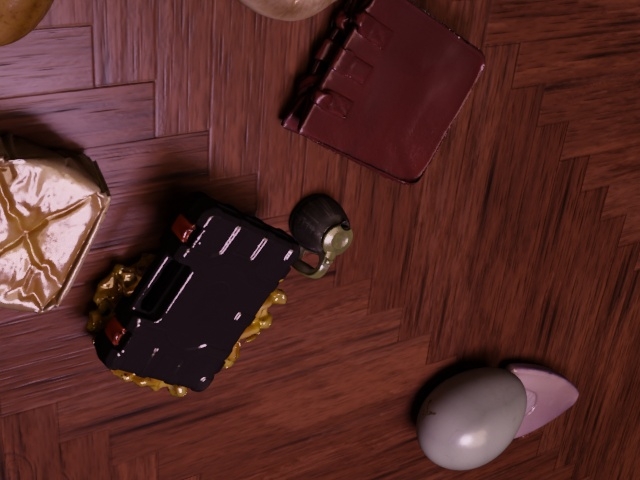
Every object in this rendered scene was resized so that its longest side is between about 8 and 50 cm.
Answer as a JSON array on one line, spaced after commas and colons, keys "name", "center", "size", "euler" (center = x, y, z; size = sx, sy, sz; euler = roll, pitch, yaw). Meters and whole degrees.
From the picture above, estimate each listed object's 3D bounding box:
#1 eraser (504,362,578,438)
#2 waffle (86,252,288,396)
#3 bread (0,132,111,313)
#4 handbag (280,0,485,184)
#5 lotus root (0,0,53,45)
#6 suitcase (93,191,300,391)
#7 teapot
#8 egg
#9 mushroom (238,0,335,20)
[{"name": "eraser", "center": [0.482, 0.356, 2.051], "size": [0.243, 0.059, 0.204], "euler": [0, 117, -31]}, {"name": "waffle", "center": [-0.202, 0.107, 1.411], "size": [0.312, 0.060, 0.307], "euler": [-42, 135, -6]}, {"name": "bread", "center": [-0.390, -0.028, 1.154], "size": [0.192, 0.110, 0.209], "euler": [16, 104, -38]}, {"name": "handbag", "center": [0.103, -0.236, 1.395], "size": [0.276, 0.084, 0.260], "euler": [18, 106, -41]}, {"name": "lotus root", "center": [-0.369, -0.297, 0.965], "size": [0.183, 0.183, 0.309], "euler": [9, 114, -39]}, {"name": "suitcase", "center": [-0.178, 0.082, 1.325], "size": [0.206, 0.066, 0.285], "euler": [25, 103, -44]}, {"name": "teapot", "center": [0.008, -0.003, 1.468], "size": [0.092, 0.091, 0.124], "euler": [-12, 123, -28]}, {"name": "egg", "center": [0.313, 0.358, 1.849], "size": [0.264, 0.183, 0.182], "euler": [-31, 131, -26]}, {"name": "mushroom", "center": [-0.002, -0.394, 1.117], "size": [0.254, 0.234, 0.260], "euler": [-3, 119, -38]}]
